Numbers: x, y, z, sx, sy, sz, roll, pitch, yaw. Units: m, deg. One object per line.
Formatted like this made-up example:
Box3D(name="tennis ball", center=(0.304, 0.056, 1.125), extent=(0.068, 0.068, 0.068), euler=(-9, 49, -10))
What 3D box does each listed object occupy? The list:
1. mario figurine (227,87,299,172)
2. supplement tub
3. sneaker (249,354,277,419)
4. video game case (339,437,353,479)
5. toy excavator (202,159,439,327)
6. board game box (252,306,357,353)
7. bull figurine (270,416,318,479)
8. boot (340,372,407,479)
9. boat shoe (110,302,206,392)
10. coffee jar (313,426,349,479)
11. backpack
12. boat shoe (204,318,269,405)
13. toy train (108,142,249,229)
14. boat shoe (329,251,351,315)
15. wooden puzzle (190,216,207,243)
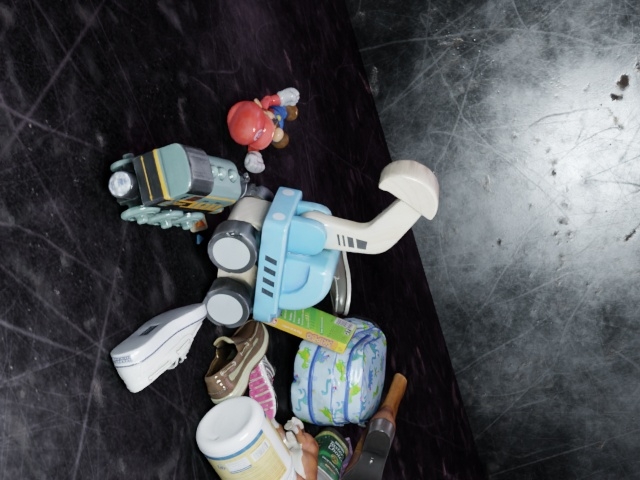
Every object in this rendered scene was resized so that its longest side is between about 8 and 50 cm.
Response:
Box3D(name="mario figurine", center=(-0.128, -0.296, 2.270), extent=(0.320, 0.170, 0.198), euler=(-34, 109, -71))
Box3D(name="supplement tub", center=(-0.143, 0.426, 1.685), extent=(0.144, 0.144, 0.200), euler=(-77, 146, -54))
Box3D(name="sneaker", center=(-0.129, 0.323, 1.929), extent=(0.075, 0.063, 0.170), euler=(-7, 76, -64))
Box3D(name="video game case", center=(0.058, 0.629, 2.268), extent=(0.190, 0.022, 0.173), euler=(13, 63, -68))
Box3D(name="toy excavator", center=(0.000, 0.000, 1.806), extent=(0.222, 0.445, 0.433), euler=(-74, 175, -58))
Box3D(name="board game box", center=(-0.047, 0.194, 2.059), extent=(0.124, 0.259, 0.039), euler=(-49, 160, -67))
Box3D(name="bull figurine", center=(-0.059, 0.529, 1.886), extent=(0.310, 0.101, 0.188), euler=(-95, 159, -60))
Box3D(name="boot", center=(0.132, 0.502, 2.133), extent=(0.280, 0.096, 0.264), euler=(-55, 160, -67))
Box3D(name="boat shoe", center=(-0.284, 0.194, 1.561), extent=(0.267, 0.096, 0.088), euler=(-45, 121, -67))
Box3D(name="coffee jar", center=(0.012, 0.547, 2.101), extent=(0.096, 0.079, 0.184), euler=(45, 23, -5))
Box3D(name="backpack", center=(0.049, 0.345, 2.162), extent=(0.355, 0.273, 0.290), euler=(9, 91, -55))
Box3D(name="boat shoe", center=(-0.182, 0.239, 1.812), extent=(0.095, 0.095, 0.257), euler=(59, 24, -23))
Box3D(name="toy train", center=(-0.273, -0.108, 1.680), extent=(0.334, 0.190, 0.142), euler=(7, 69, -69))
Box3D(name="boat shoe", center=(0.035, 0.080, 2.535), extent=(0.109, 0.091, 0.305), euler=(120, -32, -63))
Box3D(name="wooden puzzle", center=(-0.278, -0.055, 1.892), extent=(0.078, 0.014, 0.116), euler=(-41, 114, -69))
